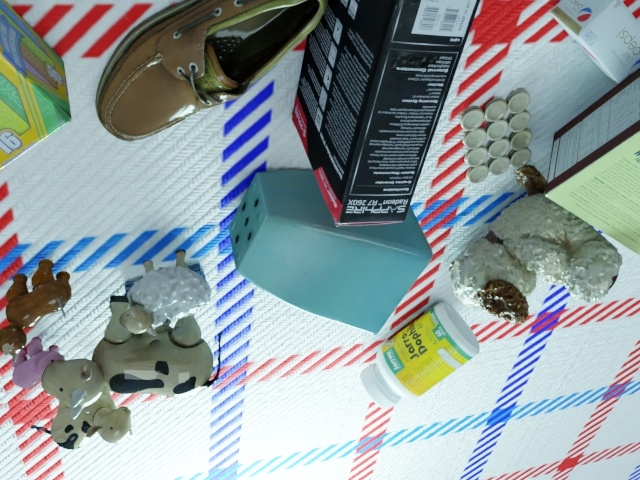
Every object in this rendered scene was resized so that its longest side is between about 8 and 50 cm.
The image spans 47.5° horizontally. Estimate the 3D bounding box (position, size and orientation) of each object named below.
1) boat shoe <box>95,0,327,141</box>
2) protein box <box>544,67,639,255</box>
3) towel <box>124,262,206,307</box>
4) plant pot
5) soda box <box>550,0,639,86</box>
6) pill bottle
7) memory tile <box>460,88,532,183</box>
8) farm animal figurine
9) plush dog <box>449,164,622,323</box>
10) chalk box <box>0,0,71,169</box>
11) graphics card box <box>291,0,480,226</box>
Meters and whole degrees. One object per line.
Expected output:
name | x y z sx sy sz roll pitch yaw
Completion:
boat shoe | -0.130 -0.206 0.812 0.307 0.104 0.111 -37 136 14
protein box | 0.465 -0.110 1.017 0.200 0.136 0.201 29 144 -13
towel | -0.230 0.075 1.091 0.120 0.029 0.067 -17 136 -9
plant pot | 0.000 0.000 1.035 0.234 0.165 0.165 16 124 -25
soda box | 0.412 -0.270 1.012 0.216 0.074 0.069 27 116 -40
pill bottle | 0.179 0.218 1.343 0.208 0.117 0.118 -40 134 16
memory tile | 0.268 -0.156 1.102 0.113 0.012 0.148 -22 136 -3
farm animal figurine | -0.298 0.187 1.030 0.327 0.172 0.330 -8 136 -4
plush dog | 0.311 0.025 1.173 0.225 0.262 0.210 -39 102 1
chalk box | -0.369 -0.184 0.709 0.132 0.132 0.213 -33 136 8
graphics card box | 0.062 -0.227 0.785 0.094 0.232 0.370 -2 131 -17
